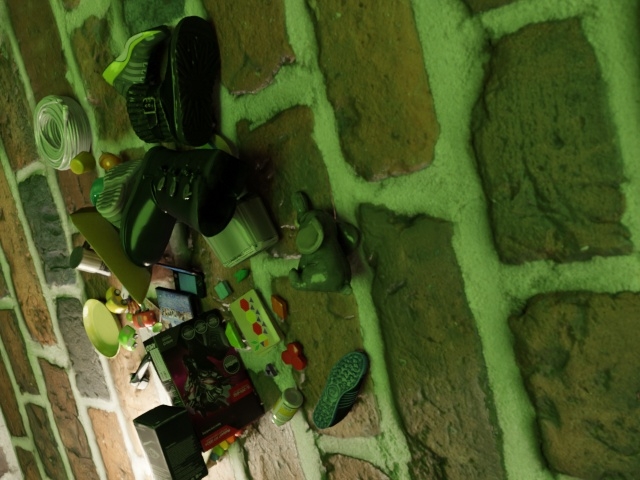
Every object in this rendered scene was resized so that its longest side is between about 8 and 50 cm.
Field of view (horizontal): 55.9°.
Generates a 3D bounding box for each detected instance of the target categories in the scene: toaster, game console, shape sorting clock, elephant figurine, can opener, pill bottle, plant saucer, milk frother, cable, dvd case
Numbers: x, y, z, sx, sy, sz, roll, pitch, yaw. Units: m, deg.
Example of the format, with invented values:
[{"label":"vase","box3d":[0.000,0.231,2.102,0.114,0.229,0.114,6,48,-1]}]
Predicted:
[{"label":"toaster","box3d":[-0.210,-0.025,1.617,0.227,0.129,0.146,-30,88,40]},{"label":"game console","box3d":[-0.440,0.124,1.884,0.144,0.085,0.124,9,110,38]},{"label":"shape sorting clock","box3d":[-0.295,-0.195,1.684,0.206,0.040,0.206,17,115,40]},{"label":"elephant figurine","box3d":[0.000,0.000,1.443,0.186,0.169,0.239,3,91,10]},{"label":"can opener","box3d":[-0.653,0.474,2.211,0.186,0.073,0.059,-61,26,32]},{"label":"pill bottle","box3d":[-0.100,0.482,1.736,0.065,0.065,0.116,44,128,20]},{"label":"plant saucer","box3d":[-0.629,0.021,1.886,0.332,0.081,0.333,56,172,-15]},{"label":"milk frother","box3d":[-0.820,0.055,2.143,0.143,0.135,0.129,-3,72,38]},{"label":"plant saucer","box3d":[-0.827,0.332,2.310,0.241,0.037,0.240,14,114,35]},{"label":"cable","box3d":[-0.904,-0.377,2.099,0.257,0.089,0.257,16,115,36]},{"label":"dvd case","box3d":[-0.455,0.279,1.978,0.180,0.022,0.252,6,113,39]}]

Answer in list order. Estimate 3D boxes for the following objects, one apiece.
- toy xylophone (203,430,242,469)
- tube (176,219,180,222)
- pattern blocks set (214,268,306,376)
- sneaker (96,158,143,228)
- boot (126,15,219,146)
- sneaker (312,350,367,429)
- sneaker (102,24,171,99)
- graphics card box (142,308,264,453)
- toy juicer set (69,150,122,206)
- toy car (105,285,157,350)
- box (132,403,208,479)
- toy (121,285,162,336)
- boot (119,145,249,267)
[{"label":"toy xylophone","box3d":[-0.391,0.619,2.013,0.236,0.081,0.322,46,128,18]},{"label":"tube","box3d":[-0.469,-0.152,1.845,0.080,0.052,0.207,-16,89,29]},{"label":"pattern blocks set","box3d":[-0.184,0.241,1.750,0.285,0.026,0.324,-24,89,42]},{"label":"sneaker","box3d":[-0.599,-0.144,1.837,0.105,0.281,0.115,-8,131,14]},{"label":"boot","box3d":[-0.412,-0.426,1.636,0.260,0.131,0.347,17,105,41]},{"label":"sneaker","box3d":[0.061,0.384,1.568,0.081,0.090,0.232,36,103,27]},{"label":"sneaker","box3d":[-0.505,-0.506,1.728,0.300,0.111,0.121,-28,102,44]},{"label":"graphics card box","box3d":[-0.347,0.416,1.807,0.094,0.233,0.370,-30,84,49]},{"label":"toy juicer set","box3d":[-0.678,-0.150,2.005,0.209,0.089,0.328,-8,113,20]},{"label":"toy car","box3d":[-0.667,0.296,2.082,0.239,0.053,0.224,27,122,25]},{"label":"box","box3d":[-0.426,0.584,1.707,0.153,0.108,0.207,-6,102,49]},{"label":"toy","box3d":[-0.650,0.251,2.122,0.237,0.056,0.136,29,120,29]},{"label":"boot","box3d":[-0.372,-0.067,1.604,0.445,0.146,0.366,15,97,49]}]
